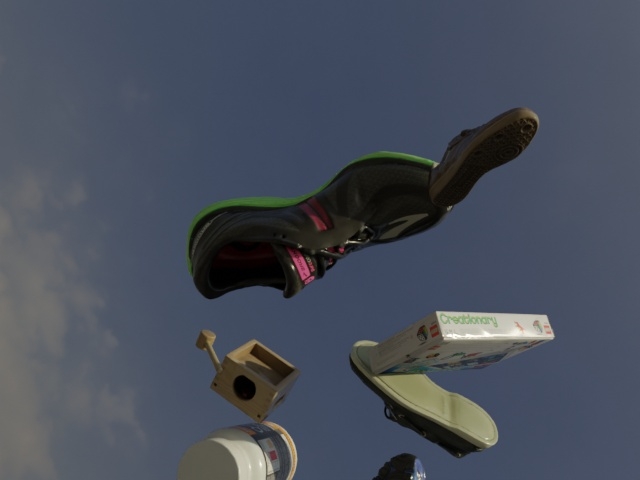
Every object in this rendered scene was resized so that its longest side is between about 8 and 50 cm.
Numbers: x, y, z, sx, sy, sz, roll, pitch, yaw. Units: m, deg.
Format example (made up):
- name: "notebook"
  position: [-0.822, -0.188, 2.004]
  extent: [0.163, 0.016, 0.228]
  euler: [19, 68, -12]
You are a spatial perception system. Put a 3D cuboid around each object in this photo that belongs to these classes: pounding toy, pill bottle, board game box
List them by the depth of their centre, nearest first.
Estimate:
- name: "board game box"
  position: [0.266, 0.194, 1.074]
  extent: [0.193, 0.305, 0.053]
  euler: [-41, -127, 45]
- name: "pounding toy"
  position: [-0.175, 0.271, 1.153]
  extent: [0.206, 0.181, 0.094]
  euler: [31, -75, 14]
- name: "pill bottle"
  position: [-0.165, 0.463, 1.173]
  extent: [0.162, 0.278, 0.162]
  euler: [-4, -105, 17]

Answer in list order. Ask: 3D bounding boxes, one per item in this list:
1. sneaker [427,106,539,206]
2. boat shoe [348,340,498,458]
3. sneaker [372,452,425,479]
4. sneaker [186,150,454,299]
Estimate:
- name: "sneaker"
  position: [0.195, -0.119, 0.733]
  extent: [0.188, 0.066, 0.071]
  euler: [-47, -140, 49]
- name: "boat shoe"
  position: [0.186, 0.330, 1.151]
  extent: [0.340, 0.127, 0.113]
  euler: [30, -56, -8]
- name: "sneaker"
  position: [0.114, 0.386, 0.746]
  extent: [0.083, 0.087, 0.221]
  euler: [6, -86, 57]
- name: "sneaker"
  position: [0.000, 0.000, 0.964]
  extent: [0.483, 0.202, 0.185]
  euler: [-17, -50, 13]
